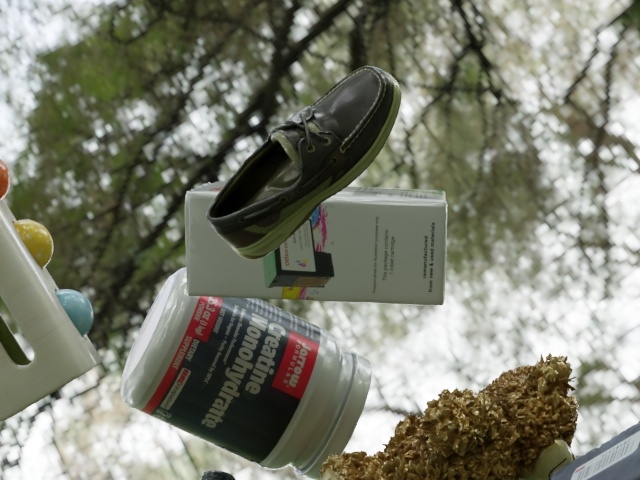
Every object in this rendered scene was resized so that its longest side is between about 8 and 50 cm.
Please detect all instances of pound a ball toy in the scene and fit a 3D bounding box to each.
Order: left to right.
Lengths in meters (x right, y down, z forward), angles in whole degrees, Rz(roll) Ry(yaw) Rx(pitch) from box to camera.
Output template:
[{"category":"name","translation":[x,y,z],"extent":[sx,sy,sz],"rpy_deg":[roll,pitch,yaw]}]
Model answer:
[{"category":"pound a ball toy","translation":[-0.338,0.008,1.465],"extent":[0.136,0.319,0.208],"rpy_deg":[-31,0,-4]}]

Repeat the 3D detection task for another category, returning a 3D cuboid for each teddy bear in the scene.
[{"category":"teddy bear","translation":[0.127,0.235,1.409],"extent":[0.338,0.113,0.245],"rpy_deg":[-9,-61,-38]}]

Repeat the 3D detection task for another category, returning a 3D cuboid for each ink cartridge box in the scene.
[{"category":"ink cartridge box","translation":[0.000,0.000,1.628],"extent":[0.278,0.117,0.201],"rpy_deg":[2,6,4]}]

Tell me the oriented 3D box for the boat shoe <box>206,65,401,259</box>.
[{"category":"boat shoe","translation":[-0.010,-0.053,0.932],"extent":[0.152,0.056,0.049],"rpy_deg":[-50,-37,3]}]

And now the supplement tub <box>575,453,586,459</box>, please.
[{"category":"supplement tub","translation":[0.352,0.331,1.532],"extent":[0.193,0.316,0.193],"rpy_deg":[-24,-63,-60]}]

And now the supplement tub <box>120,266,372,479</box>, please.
[{"category":"supplement tub","translation":[-0.093,0.168,1.821],"extent":[0.272,0.191,0.191],"rpy_deg":[26,-55,-11]}]

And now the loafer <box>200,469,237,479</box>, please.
[{"category":"loafer","translation":[-0.119,0.376,1.956],"extent":[0.062,0.061,0.170],"rpy_deg":[-9,-44,27]}]

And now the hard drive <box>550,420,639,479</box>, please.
[{"category":"hard drive","translation":[0.306,0.198,0.759],"extent":[0.237,0.339,0.064],"rpy_deg":[-46,12,52]}]
